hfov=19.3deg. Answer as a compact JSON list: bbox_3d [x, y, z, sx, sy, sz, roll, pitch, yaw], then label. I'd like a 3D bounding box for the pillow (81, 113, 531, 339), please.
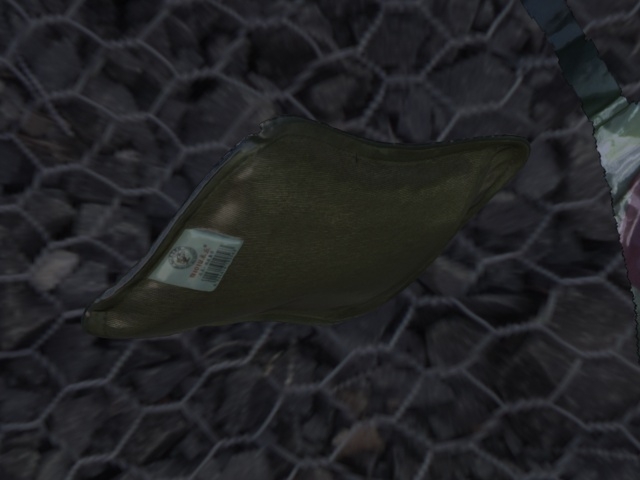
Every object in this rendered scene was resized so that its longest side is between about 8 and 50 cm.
[{"bbox_3d":[0.000,-0.001,0.774,0.130,0.217,0.033,-47,66,28],"label":"pillow"}]

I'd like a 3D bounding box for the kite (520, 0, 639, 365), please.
[{"bbox_3d":[0.142,-0.064,0.566,0.204,0.360,0.022,-38,44,-1],"label":"kite"}]
